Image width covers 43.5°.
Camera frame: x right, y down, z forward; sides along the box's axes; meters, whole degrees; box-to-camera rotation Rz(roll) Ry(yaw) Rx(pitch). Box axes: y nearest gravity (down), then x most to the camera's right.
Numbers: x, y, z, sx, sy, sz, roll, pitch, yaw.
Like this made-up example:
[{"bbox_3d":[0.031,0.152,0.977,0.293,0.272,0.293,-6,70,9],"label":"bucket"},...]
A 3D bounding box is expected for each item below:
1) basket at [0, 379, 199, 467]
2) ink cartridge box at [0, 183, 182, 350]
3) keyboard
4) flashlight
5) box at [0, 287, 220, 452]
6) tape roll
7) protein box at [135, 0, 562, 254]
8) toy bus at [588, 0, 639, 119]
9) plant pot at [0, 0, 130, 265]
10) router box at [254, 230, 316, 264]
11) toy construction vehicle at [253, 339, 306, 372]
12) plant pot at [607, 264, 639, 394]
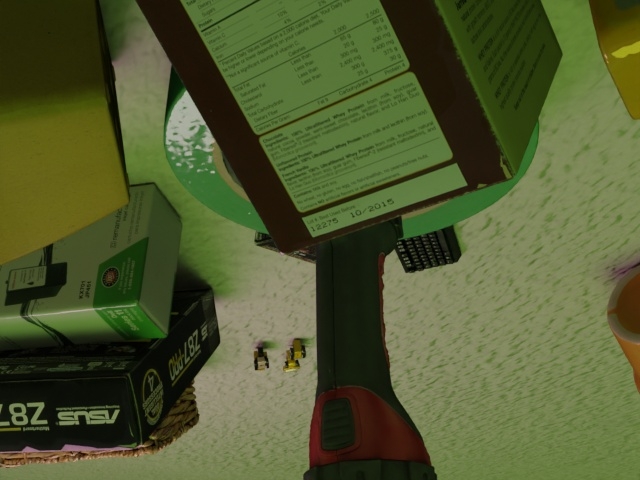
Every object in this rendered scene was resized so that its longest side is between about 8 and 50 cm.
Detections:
[{"bbox_3d":[-0.360,0.217,1.290,0.299,0.223,0.213,-10,-177,18],"label":"basket"},{"bbox_3d":[-0.270,0.031,0.881,0.208,0.153,0.087,-7,148,12],"label":"ink cartridge box"},{"bbox_3d":[0.101,-0.007,0.943,0.108,0.023,0.180,-8,150,15],"label":"keyboard"},{"bbox_3d":[0.037,0.081,0.650,0.103,0.304,0.103,7,151,-12],"label":"flashlight"},{"bbox_3d":[-0.357,0.152,0.992,0.395,0.097,0.318,-5,-166,9],"label":"box"},{"bbox_3d":[0.026,-0.103,0.710,0.321,0.077,0.321,1,152,0],"label":"tape roll"},{"bbox_3d":[0.020,-0.138,0.435,0.136,0.200,0.201,-18,109,31],"label":"protein box"},{"bbox_3d":[0.337,-0.194,0.480,0.333,0.130,0.108,-16,148,28],"label":"toy bus"},{"bbox_3d":[-0.248,-0.107,0.593,0.187,0.212,0.212,-9,153,-11],"label":"plant pot"},{"bbox_3d":[0.000,0.000,0.913,0.122,0.038,0.092,19,164,-29],"label":"router box"},{"bbox_3d":[-0.067,0.187,1.299,0.086,0.035,0.098,-9,155,-6],"label":"toy construction vehicle"},{"bbox_3d":[0.471,0.122,1.022,0.188,0.205,0.205,39,136,-27],"label":"plant pot"}]
